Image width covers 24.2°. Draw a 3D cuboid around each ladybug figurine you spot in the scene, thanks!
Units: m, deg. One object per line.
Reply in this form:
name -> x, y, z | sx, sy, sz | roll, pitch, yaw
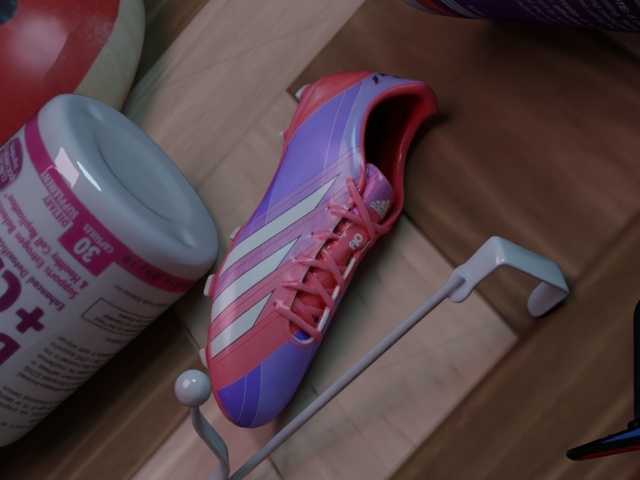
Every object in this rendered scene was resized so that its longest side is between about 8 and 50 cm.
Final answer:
ladybug figurine -> -0.329, -0.087, 1.250 | 0.449, 0.162, 0.305 | -48, 39, 6

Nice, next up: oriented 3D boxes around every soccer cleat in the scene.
soccer cleat -> 0.000, 0.000, 0.934 | 0.095, 0.083, 0.248 | -1, 60, 39

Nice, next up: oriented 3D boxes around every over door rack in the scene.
over door rack -> 0.005, 0.158, 0.790 | 0.324, 0.108, 0.239 | -34, 44, 22

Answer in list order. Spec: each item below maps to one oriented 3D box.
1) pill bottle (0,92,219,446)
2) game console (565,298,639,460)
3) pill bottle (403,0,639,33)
pill bottle -> -0.222, 0.044, 1.053 | 0.283, 0.160, 0.160 | -42, 41, 15
game console -> 0.195, 0.049, 0.698 | 0.144, 0.085, 0.124 | -18, 52, 35
pill bottle -> 0.174, -0.206, 0.830 | 0.323, 0.181, 0.181 | 16, 74, 48
